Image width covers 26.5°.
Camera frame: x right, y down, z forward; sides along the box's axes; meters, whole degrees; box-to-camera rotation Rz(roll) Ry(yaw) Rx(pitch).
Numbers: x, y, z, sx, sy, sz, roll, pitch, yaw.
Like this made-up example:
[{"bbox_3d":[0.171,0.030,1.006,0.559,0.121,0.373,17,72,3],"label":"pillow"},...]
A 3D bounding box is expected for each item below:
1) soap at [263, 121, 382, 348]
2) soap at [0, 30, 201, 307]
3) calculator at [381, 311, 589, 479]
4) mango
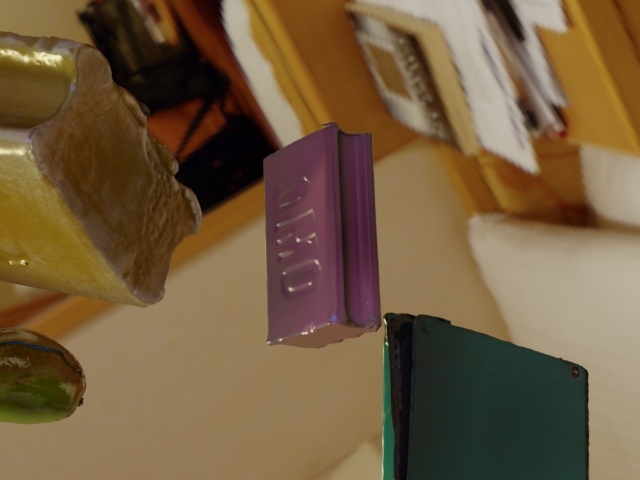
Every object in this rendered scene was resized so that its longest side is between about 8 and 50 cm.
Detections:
[{"bbox_3d":[0.000,0.000,1.344,0.122,0.065,0.203,-24,62,50],"label":"soap"},{"bbox_3d":[-0.320,-0.077,1.323,0.335,0.156,0.293,10,149,24],"label":"soap"},{"bbox_3d":[0.176,0.217,1.468,0.058,0.274,0.248,-29,53,52],"label":"calculator"},{"bbox_3d":[-0.423,0.177,1.796,0.111,0.233,0.125,123,152,-51],"label":"mango"}]
